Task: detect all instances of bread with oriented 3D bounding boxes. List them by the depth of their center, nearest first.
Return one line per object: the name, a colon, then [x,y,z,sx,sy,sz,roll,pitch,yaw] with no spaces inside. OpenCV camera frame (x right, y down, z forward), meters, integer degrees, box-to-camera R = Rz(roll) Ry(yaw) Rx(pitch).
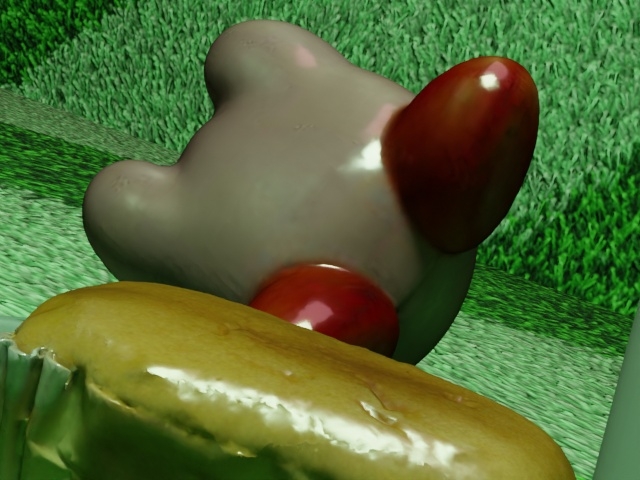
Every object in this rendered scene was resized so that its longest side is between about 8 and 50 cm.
bread: [-0.016,0.094,0.637,0.241,0.107,0.136,18,9,12]

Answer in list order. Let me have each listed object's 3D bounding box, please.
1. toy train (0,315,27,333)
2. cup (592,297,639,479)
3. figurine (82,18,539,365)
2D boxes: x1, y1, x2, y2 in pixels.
toy train: [-0.074,0.089,0.776,0.233,0.052,0.051,17,11,-6]
cup: [0.222,0.054,0.513,0.253,0.372,0.253,10,8,-1]
figurine: [0.007,0.005,1.019,0.261,0.270,0.211,27,-16,44]
